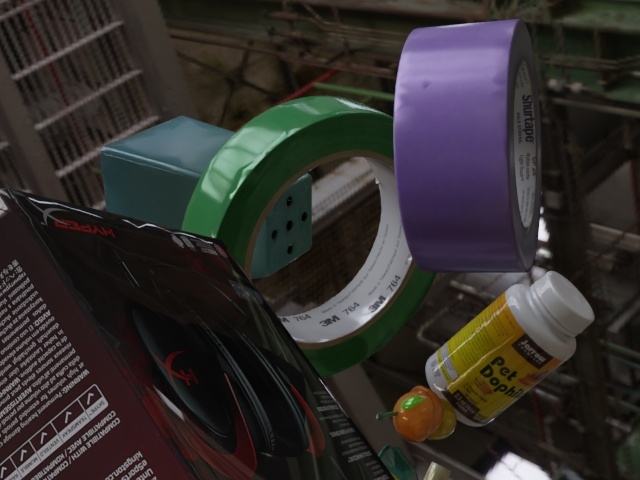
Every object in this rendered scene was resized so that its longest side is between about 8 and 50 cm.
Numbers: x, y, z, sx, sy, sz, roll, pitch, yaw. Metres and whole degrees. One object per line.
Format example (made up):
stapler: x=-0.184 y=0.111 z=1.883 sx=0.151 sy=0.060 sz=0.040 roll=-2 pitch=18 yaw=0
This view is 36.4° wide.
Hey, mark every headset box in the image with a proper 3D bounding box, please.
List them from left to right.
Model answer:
headset box: x=-0.048 y=0.132 z=0.459 sx=0.110 sy=0.293 sz=0.218 roll=-41 pitch=-17 yaw=11

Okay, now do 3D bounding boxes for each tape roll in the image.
tape roll: x=0.000 y=0.000 z=1.104 sx=0.321 sy=0.077 sz=0.321 roll=-15 pitch=-61 yaw=-29
tape roll: x=0.117 y=-0.069 z=0.738 sx=0.189 sy=0.080 sz=0.189 roll=-1 pitch=-90 yaw=-71

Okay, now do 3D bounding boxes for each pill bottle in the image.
pill bottle: x=0.246 y=0.138 z=1.263 sx=0.117 sy=0.117 sz=0.215 roll=18 pitch=-55 yaw=-44

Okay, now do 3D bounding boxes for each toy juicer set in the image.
toy juicer set: x=0.092 y=0.292 z=1.216 sx=0.209 sy=0.089 sz=0.329 roll=-55 pitch=-26 yaw=-26

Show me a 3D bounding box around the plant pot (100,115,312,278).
plant pot: x=-0.134 y=-0.044 z=1.261 sx=0.166 sy=0.234 sz=0.165 roll=-34 pitch=-49 yaw=-50
